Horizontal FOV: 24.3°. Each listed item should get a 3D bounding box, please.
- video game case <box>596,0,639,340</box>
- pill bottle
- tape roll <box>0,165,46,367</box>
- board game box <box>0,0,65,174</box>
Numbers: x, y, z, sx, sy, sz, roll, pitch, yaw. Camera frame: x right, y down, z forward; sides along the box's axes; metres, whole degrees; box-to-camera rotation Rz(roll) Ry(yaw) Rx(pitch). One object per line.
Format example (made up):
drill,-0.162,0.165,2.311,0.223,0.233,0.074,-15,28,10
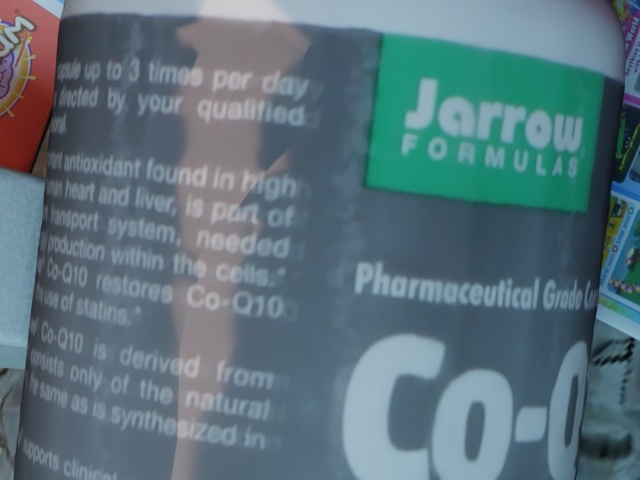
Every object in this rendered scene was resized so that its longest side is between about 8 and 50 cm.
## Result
video game case,0.144,-0.038,0.563,0.143,0.019,0.157,30,102,44
pill bottle,0.000,0.000,0.538,0.204,0.204,0.361,8,94,45
tape roll,-0.261,0.009,0.683,0.392,0.392,0.072,-1,80,44
board game box,-0.149,-0.178,0.753,0.242,0.064,0.316,-68,19,8
